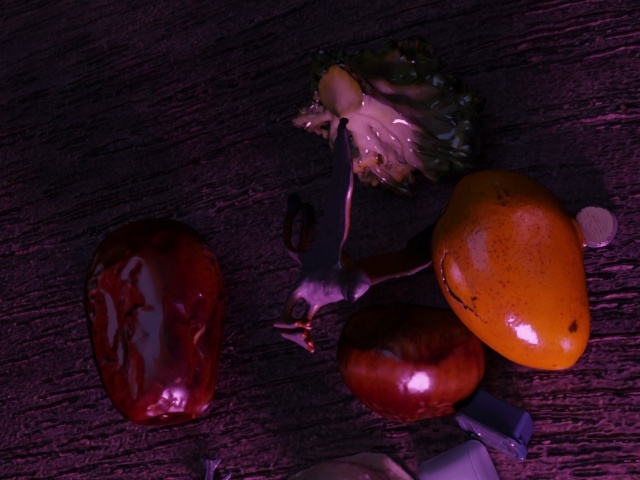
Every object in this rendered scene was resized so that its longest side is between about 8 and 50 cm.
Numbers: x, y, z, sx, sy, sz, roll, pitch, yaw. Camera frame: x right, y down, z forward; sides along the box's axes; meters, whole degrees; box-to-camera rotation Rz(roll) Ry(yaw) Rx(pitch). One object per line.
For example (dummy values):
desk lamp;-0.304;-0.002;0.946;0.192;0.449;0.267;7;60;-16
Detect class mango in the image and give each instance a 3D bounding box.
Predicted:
mango;0.254;0.045;1.422;0.290;0.191;0.160;63;151;7

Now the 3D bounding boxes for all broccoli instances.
broccoli;0.086;-0.185;1.575;0.288;0.245;0.248;-9;86;38

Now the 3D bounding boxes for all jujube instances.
jujube;-0.254;0.124;1.668;0.223;0.223;0.318;-16;68;23

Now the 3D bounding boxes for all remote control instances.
remote control;0.217;0.408;1.389;0.103;0.051;0.293;-29;61;14

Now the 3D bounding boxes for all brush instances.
brush;0.288;-0.001;1.520;0.266;0.027;0.062;-13;79;25

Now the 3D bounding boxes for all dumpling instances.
dumpling;0.063;0.371;1.446;0.179;0.131;0.252;-25;39;-34

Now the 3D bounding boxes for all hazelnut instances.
hazelnut;0.125;0.169;1.469;0.204;0.178;0.178;-3;67;-2

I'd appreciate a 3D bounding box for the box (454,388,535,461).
box;0.238;0.245;1.430;0.099;0.074;0.054;23;73;33

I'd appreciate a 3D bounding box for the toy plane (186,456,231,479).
toy plane;-0.170;0.372;1.625;0.078;0.031;0.083;-9;67;26

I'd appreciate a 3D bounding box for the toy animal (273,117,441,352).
toy animal;-0.008;0.018;1.526;0.284;0.225;0.302;-19;37;51
